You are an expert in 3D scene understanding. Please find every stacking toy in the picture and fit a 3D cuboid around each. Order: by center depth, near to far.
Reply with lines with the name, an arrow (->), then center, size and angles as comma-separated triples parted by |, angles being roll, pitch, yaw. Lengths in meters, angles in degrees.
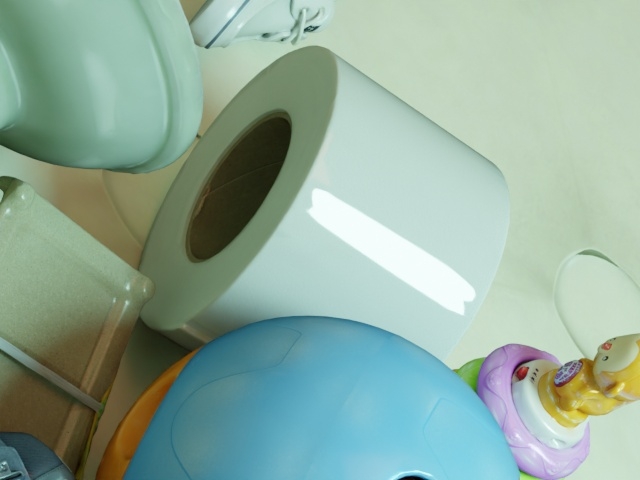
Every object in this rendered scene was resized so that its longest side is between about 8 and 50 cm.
stacking toy -> 0.137, 0.142, 1.455 | 0.166, 0.302, 0.175 | 48, 41, -7

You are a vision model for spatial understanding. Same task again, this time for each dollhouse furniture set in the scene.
dollhouse furniture set -> -0.277, 0.036, 1.317 | 0.301, 0.151, 0.197 | 42, 59, -40

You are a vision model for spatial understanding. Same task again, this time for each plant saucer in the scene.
plant saucer -> -0.253, -0.177, 1.286 | 0.400, 0.400, 0.100 | 47, 67, -7

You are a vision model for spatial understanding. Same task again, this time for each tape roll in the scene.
tape roll -> 0.000, 0.000, 1.471 | 0.169, 0.246, 0.246 | 32, 44, -23

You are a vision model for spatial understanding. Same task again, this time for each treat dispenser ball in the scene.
treat dispenser ball -> -0.008, 0.193, 1.288 | 0.288, 0.288, 0.288 | 25, 47, -30

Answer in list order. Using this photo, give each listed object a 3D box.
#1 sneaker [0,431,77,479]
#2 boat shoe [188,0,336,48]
sneaker -> -0.198, 0.213, 1.184 | 0.163, 0.086, 0.226 | -8, 65, -48
boat shoe -> -0.025, -0.216, 1.720 | 0.084, 0.095, 0.258 | 47, 41, -1
